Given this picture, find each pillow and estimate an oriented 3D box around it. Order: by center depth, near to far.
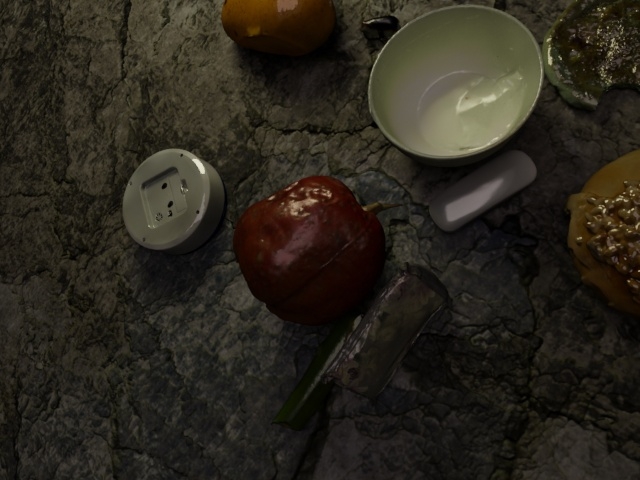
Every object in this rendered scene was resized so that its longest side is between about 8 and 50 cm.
[{"bbox_3d":[0.110,0.153,0.705,0.255,0.169,0.059,-55,39,2],"label":"pillow"}]

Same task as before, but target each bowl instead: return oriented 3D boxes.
[{"bbox_3d":[0.232,-0.250,0.737,0.276,0.145,0.277,-4,79,19],"label":"bowl"}]

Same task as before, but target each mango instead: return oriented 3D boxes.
[{"bbox_3d":[-0.098,-0.504,0.901,0.290,0.159,0.191,13,90,30],"label":"mango"}]

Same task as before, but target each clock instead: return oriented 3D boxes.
[{"bbox_3d":[-0.326,-0.085,0.928,0.230,0.083,0.231,-3,79,16],"label":"clock"}]

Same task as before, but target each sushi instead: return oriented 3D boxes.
[{"bbox_3d":[0.124,-0.439,0.864,0.083,0.046,0.044,6,82,19],"label":"sushi"}]

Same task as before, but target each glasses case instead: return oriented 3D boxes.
[{"bbox_3d":[0.284,-0.086,0.736,0.193,0.049,0.074,-34,71,10],"label":"glasses case"}]

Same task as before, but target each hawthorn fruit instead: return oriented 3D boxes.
[{"bbox_3d":[-0.019,0.014,0.722,0.258,0.258,0.262,46,123,21],"label":"hawthorn fruit"}]

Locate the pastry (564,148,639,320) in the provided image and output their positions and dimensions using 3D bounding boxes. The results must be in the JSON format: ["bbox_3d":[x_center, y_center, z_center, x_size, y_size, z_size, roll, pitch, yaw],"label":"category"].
[{"bbox_3d":[0.520,-0.013,0.570,0.315,0.184,0.285,5,80,20],"label":"pastry"}]

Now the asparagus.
[{"bbox_3d":[0.006,0.239,0.759,0.067,0.060,0.278,32,91,11],"label":"asparagus"}]

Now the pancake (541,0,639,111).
[{"bbox_3d":[0.516,-0.335,0.716,0.253,0.037,0.254,-4,79,18],"label":"pancake"}]
